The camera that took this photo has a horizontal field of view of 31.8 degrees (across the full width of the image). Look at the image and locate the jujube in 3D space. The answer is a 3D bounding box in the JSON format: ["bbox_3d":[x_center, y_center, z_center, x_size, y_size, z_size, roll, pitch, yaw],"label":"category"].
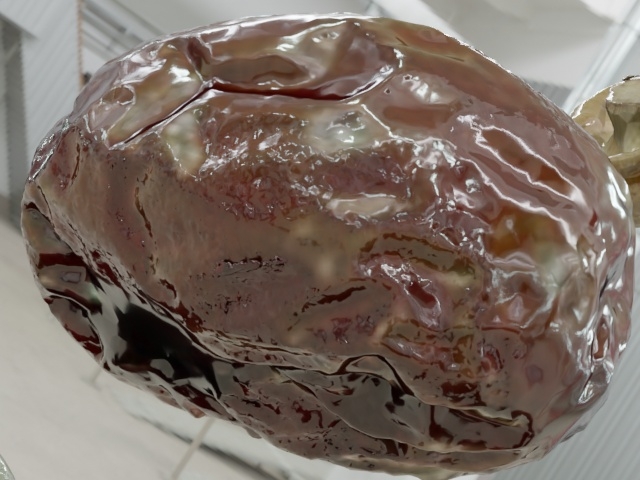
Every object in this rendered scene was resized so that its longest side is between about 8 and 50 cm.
[{"bbox_3d":[0.001,-0.001,0.701,0.376,0.277,0.276,3,-16,25],"label":"jujube"}]

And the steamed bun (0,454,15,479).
[{"bbox_3d":[-0.291,0.235,0.747,0.211,0.218,0.144,35,-9,24],"label":"steamed bun"}]

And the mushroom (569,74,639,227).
[{"bbox_3d":[0.352,-0.100,1.175,0.278,0.278,0.146,29,-37,61],"label":"mushroom"}]
